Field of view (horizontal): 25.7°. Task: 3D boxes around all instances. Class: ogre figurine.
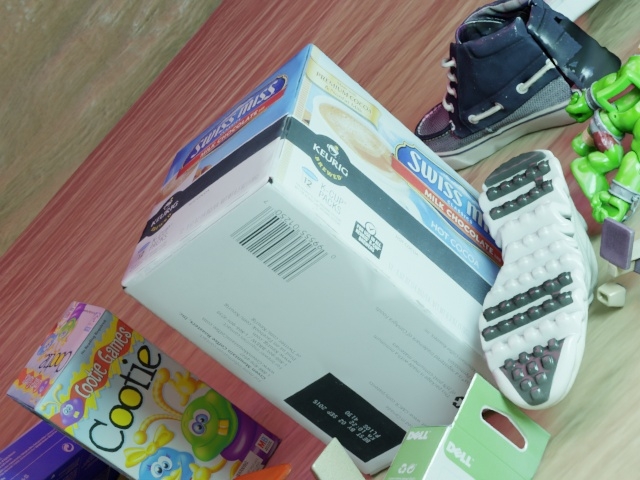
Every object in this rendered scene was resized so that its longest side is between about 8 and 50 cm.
[{"bbox_3d":[0.308,-0.113,1.432,0.118,0.097,0.197,-50,7,36],"label":"ogre figurine"}]

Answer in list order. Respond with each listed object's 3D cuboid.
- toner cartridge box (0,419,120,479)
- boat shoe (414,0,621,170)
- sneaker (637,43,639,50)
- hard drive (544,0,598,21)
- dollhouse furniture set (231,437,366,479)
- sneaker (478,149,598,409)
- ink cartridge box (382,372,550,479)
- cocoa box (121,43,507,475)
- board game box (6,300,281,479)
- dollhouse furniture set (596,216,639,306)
[{"bbox_3d":[-0.387,0.335,1.845,0.348,0.075,0.165,-38,-24,-48],"label":"toner cartridge box"},{"bbox_3d":[0.194,-0.198,1.704,0.340,0.158,0.127,-21,36,51],"label":"boat shoe"},{"bbox_3d":[0.374,-0.209,1.539,0.037,0.032,0.083,-44,23,17],"label":"sneaker"},{"bbox_3d":[0.417,-0.398,1.668,0.353,0.047,0.233,-38,8,28],"label":"hard drive"},{"bbox_3d":[-0.112,0.274,1.173,0.262,0.135,0.259,-24,15,42],"label":"dollhouse furniture set"},{"bbox_3d":[0.220,0.046,1.332,0.110,0.118,0.292,-22,39,28],"label":"sneaker"},{"bbox_3d":[0.112,0.233,1.237,0.062,0.109,0.209,-13,42,56],"label":"ink cartridge box"},{"bbox_3d":[0.020,0.024,1.431,0.231,0.347,0.228,-35,26,35],"label":"cocoa box"},{"bbox_3d":[-0.211,0.211,1.686,0.142,0.275,0.144,-56,22,-13],"label":"board game box"},{"bbox_3d":[0.323,0.030,1.286,0.081,0.091,0.114,-17,32,-30],"label":"dollhouse furniture set"}]
